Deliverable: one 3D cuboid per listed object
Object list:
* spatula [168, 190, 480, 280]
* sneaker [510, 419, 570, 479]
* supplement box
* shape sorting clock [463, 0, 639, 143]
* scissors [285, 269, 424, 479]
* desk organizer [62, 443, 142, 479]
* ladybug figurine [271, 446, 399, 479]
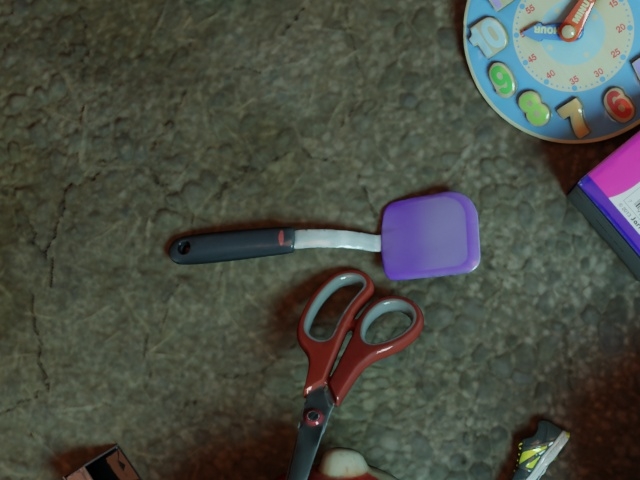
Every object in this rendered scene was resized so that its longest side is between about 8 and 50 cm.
[{"bbox_3d":[0.000,0.000,1.091,0.296,0.030,0.084,-2,68,8],"label":"spatula"},{"bbox_3d":[0.193,0.201,1.069,0.035,0.031,0.083,41,86,20],"label":"sneaker"},{"bbox_3d":[0.341,-0.074,1.028,0.220,0.114,0.111,-39,83,3],"label":"supplement box"},{"bbox_3d":[0.228,-0.189,1.051,0.206,0.040,0.206,6,104,25],"label":"shape sorting clock"},{"bbox_3d":[-0.009,0.139,1.006,0.109,0.021,0.297,20,53,21],"label":"scissors"},{"bbox_3d":[-0.179,0.258,1.088,0.050,0.047,0.130,-36,84,0],"label":"desk organizer"},{"bbox_3d":[-0.015,0.398,0.963,0.305,0.162,0.449,-1,82,33],"label":"ladybug figurine"}]
